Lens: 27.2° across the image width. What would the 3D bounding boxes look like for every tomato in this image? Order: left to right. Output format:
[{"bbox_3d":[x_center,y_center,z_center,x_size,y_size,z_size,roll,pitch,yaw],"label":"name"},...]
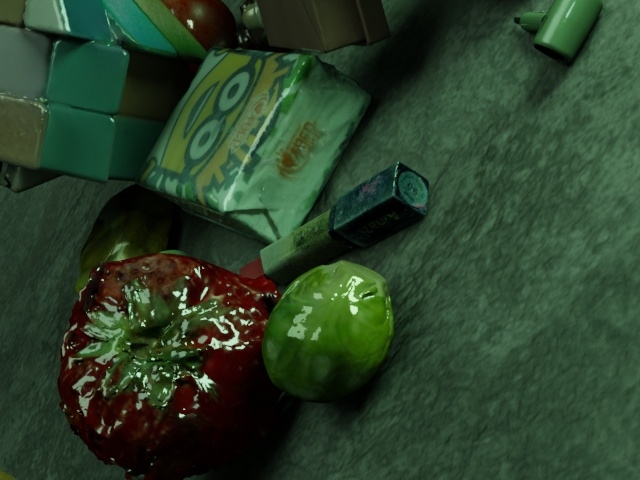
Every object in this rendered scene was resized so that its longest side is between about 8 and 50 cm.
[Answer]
[{"bbox_3d":[-0.210,-0.317,2.062,0.167,0.167,0.167,-39,34,33],"label":"tomato"}]

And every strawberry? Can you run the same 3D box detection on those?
[{"bbox_3d":[-0.156,0.143,1.471,0.220,0.274,0.274,89,-166,-61],"label":"strawberry"}]

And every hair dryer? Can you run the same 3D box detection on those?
[{"bbox_3d":[0.232,-0.228,1.381,0.071,0.047,0.150,-59,22,1],"label":"hair dryer"}]

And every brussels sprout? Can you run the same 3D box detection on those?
[{"bbox_3d":[0.006,0.093,1.346,0.155,0.117,0.155,-45,32,38],"label":"brussels sprout"}]

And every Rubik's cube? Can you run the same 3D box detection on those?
[{"bbox_3d":[-0.359,-0.241,1.870,0.368,0.387,0.358,25,106,63],"label":"Rubik's cube"}]

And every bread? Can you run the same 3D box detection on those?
[{"bbox_3d":[-0.286,0.005,1.934,0.161,0.088,0.233,-43,30,33],"label":"bread"}]

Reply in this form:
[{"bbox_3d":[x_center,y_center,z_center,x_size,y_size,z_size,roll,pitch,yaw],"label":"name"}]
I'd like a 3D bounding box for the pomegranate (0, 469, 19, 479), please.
[{"bbox_3d":[-0.438,0.392,1.718,0.196,0.196,0.196,-39,34,33],"label":"pomegranate"}]

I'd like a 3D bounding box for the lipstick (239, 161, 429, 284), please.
[{"bbox_3d":[0.000,0.000,1.517,0.312,0.051,0.051,-29,43,44],"label":"lipstick"}]

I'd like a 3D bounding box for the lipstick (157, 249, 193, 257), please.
[{"bbox_3d":[-0.197,0.142,1.668,0.076,0.076,0.304,-38,35,33],"label":"lipstick"}]

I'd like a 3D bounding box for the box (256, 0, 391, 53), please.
[{"bbox_3d":[-0.020,-0.334,1.592,0.086,0.215,0.215,-22,18,-16],"label":"box"}]

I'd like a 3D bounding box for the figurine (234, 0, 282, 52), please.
[{"bbox_3d":[-0.027,-0.425,1.814,0.365,0.206,0.218,-36,21,39],"label":"figurine"}]

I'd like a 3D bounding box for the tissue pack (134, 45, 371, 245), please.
[{"bbox_3d":[-0.093,-0.130,1.708,0.228,0.128,0.311,-61,28,-6],"label":"tissue pack"}]
